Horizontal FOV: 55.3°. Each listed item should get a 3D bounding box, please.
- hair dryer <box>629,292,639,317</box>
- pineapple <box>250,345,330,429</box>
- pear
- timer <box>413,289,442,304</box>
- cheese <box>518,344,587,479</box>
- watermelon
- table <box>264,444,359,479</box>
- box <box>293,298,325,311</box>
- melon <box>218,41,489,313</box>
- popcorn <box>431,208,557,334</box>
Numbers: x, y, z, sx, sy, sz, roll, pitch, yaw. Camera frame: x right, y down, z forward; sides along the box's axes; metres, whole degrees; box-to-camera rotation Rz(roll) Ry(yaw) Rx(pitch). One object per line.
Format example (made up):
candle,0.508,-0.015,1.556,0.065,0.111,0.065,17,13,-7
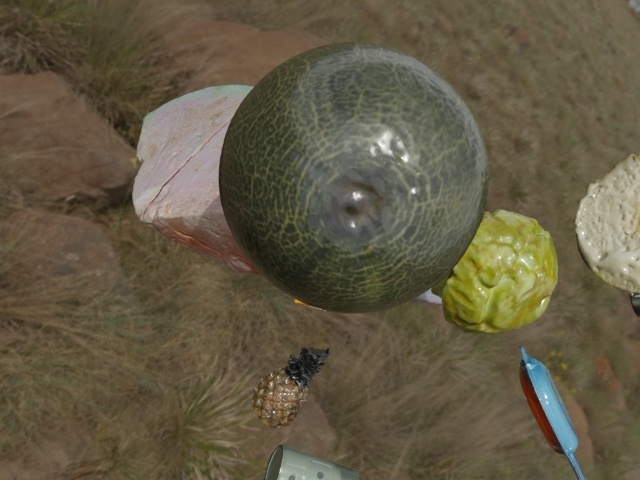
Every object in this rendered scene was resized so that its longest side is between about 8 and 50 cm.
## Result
hair dryer,0.753,0.052,1.230,0.078,0.196,0.248,56,48,-22
pineapple,-0.076,0.412,1.784,0.158,0.278,0.158,36,13,-10
pear,0.577,-0.019,0.997,0.178,0.267,0.266,15,50,-41
timer,0.240,0.082,1.461,0.191,0.069,0.208,9,18,-10
cheese,0.305,0.251,0.768,0.256,0.037,0.106,66,20,-1
watermelon,-0.113,-0.078,0.950,0.222,0.319,0.292,58,26,-46
table,-0.024,0.629,1.597,0.220,0.126,0.126,23,42,-13
box,0.000,0.000,1.462,0.091,0.273,0.221,14,16,-14
melon,0.028,-0.059,0.568,0.237,0.237,0.301,47,10,-9
popcorn,0.273,0.049,0.962,0.184,0.204,0.221,40,13,29
